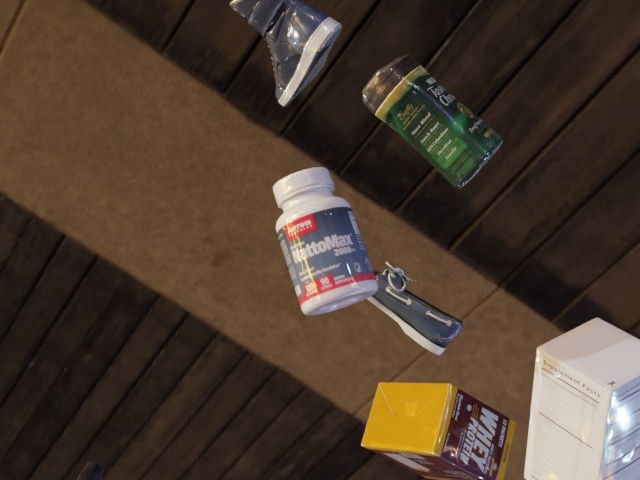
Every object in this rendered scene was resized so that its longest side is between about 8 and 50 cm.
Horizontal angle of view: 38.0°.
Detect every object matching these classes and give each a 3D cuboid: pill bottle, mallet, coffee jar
[{"bbox_3d":[0.000,0.000,1.242,0.108,0.108,0.180,-26,76,30],"label":"pill bottle"},{"bbox_3d":[-0.384,0.490,1.747,0.039,0.062,0.190,-25,122,30],"label":"mallet"},{"bbox_3d":[0.143,-0.158,1.206,0.184,0.096,0.079,42,123,3],"label":"coffee jar"}]

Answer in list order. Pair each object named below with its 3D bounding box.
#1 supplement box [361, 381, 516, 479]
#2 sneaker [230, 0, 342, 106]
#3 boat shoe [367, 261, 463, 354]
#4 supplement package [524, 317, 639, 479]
[{"bbox_3d":[0.222,0.362,1.737,0.194,0.129,0.191,33,155,-32],"label":"supplement box"},{"bbox_3d":[-0.068,-0.315,1.439,0.163,0.086,0.226,38,152,1],"label":"sneaker"},{"bbox_3d":[0.131,0.092,1.603,0.254,0.095,0.079,39,99,11],"label":"boat shoe"},{"bbox_3d":[0.397,0.260,1.345,0.139,0.134,0.244,33,133,46],"label":"supplement package"}]
